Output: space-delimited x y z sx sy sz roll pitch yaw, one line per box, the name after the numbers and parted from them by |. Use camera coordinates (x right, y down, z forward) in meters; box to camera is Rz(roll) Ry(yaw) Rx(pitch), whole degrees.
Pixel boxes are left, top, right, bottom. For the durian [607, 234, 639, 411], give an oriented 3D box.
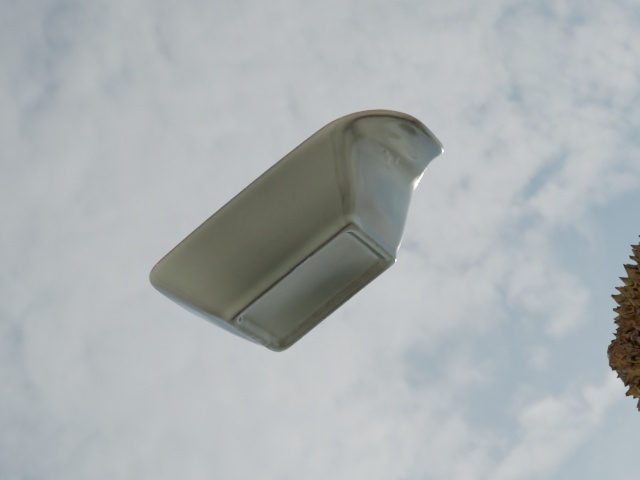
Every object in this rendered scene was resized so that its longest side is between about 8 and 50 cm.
0.201 0.028 0.615 0.168 0.158 0.137 -17 -32 2 | durian

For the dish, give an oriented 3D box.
0.000 0.000 1.130 0.234 0.064 0.154 -40 -32 8 | dish
